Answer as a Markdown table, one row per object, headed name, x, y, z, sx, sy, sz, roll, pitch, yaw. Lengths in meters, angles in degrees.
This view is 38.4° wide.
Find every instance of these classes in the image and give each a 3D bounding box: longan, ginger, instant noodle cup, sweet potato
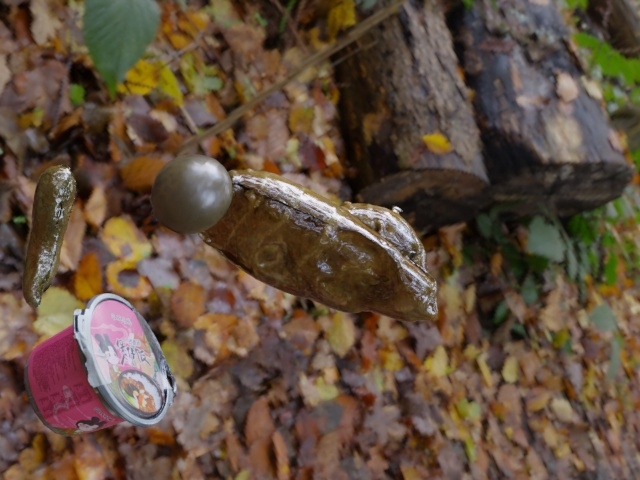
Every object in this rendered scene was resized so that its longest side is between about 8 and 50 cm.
| name | x | y | z | sx | sy | sz | roll | pitch | yaw |
| --- | --- | --- | --- | --- | --- | --- | --- | --- | --- |
| longan | -0.160 | -0.056 | 1.107 | 0.092 | 0.113 | 0.113 | 52 | 23 | -34 |
| ginger | 0.000 | 0.000 | 1.502 | 0.418 | 0.176 | 0.254 | 21 | 18 | 1 |
| instant noodle cup | -0.421 | 0.247 | 1.689 | 0.302 | 0.181 | 0.258 | 54 | 19 | -38 |
| sweet potato | -0.442 | -0.008 | 1.482 | 0.081 | 0.062 | 0.233 | 128 | -28 | -84 |
